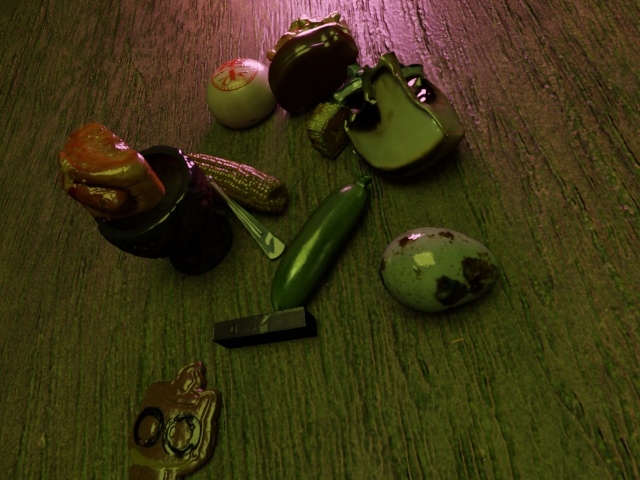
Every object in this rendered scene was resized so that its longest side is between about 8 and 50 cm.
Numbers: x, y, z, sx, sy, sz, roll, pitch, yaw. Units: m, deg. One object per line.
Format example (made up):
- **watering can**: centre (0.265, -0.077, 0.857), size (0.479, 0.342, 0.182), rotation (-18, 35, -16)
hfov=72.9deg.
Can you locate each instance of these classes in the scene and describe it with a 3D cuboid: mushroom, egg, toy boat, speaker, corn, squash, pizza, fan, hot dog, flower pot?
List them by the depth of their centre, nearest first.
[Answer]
- **egg**: centre (0.233, 0.056, 0.855), size (0.231, 0.169, 0.169), rotation (-2, 61, 6)
- **hot dog**: centre (-0.457, -0.135, 0.910), size (0.256, 0.150, 0.153), rotation (35, 67, 31)
- **speaker**: centre (-0.123, 0.196, 0.957), size (0.218, 0.082, 0.044), rotation (-12, 59, 15)
- **squash**: centre (0.000, 0.000, 1.006), size (0.107, 0.107, 0.395), rotation (27, 74, 30)
- **flower pot**: centre (-0.363, -0.052, 1.071), size (0.266, 0.267, 0.266), rotation (-8, 59, 14)
- **mushroom**: centre (0.199, -0.289, 1.082), size (0.292, 0.212, 0.217), rotation (52, 132, 11)
- **fan**: centre (-0.199, -0.059, 1.097), size (0.282, 0.023, 0.057), rotation (43, 82, 8)
- **toy boat**: centre (0.157, -0.434, 1.178), size (0.262, 0.114, 0.115), rotation (-8, 68, -2)
- **corn**: centre (-0.250, -0.157, 1.180), size (0.363, 0.120, 0.120), rotation (20, 70, 23)
- **pizza**: centre (-0.017, -0.650, 1.391), size (0.323, 0.089, 0.223), rotation (10, 69, 24)

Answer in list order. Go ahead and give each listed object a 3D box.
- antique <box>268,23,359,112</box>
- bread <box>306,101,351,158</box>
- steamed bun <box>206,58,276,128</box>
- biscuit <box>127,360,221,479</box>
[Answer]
- **antique**: centre (-0.029, -0.487, 1.225), size (0.278, 0.223, 0.129), rotation (-38, 66, 36)
- **bread**: centre (0.027, -0.301, 1.151), size (0.069, 0.128, 0.140), rotation (25, 68, 29)
- **steamed bun**: centre (-0.250, -0.468, 1.333), size (0.232, 0.145, 0.232), rotation (-9, 60, 16)
- **biscuit**: centre (-0.317, 0.404, 0.934), size (0.208, 0.041, 0.290), rotation (3, 64, 20)
